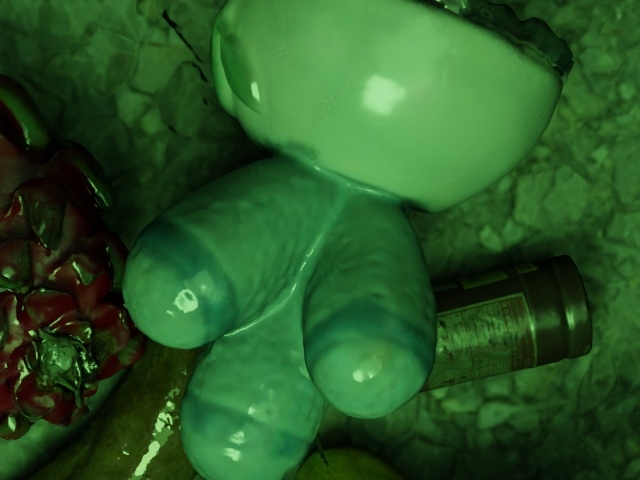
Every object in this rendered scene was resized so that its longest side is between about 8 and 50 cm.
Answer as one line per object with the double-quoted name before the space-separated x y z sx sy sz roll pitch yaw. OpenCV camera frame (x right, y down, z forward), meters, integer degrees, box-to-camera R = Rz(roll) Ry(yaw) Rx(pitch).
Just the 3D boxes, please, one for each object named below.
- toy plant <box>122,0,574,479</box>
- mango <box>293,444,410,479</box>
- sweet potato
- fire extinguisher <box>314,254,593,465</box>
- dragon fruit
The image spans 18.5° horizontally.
"toy plant" 0.000 0.000 1.237 0.247 0.247 0.332 21 87 -14
"mango" 0.035 0.226 1.413 0.115 0.089 0.165 4 100 -1
"sweet potato" -0.159 0.178 1.367 0.114 0.092 0.341 43 94 8
"fire extinguisher" 0.065 0.080 1.368 0.252 0.106 0.075 -12 125 -7
"dragon fruit" -0.230 -0.006 1.248 0.218 0.198 0.273 -46 110 -23
